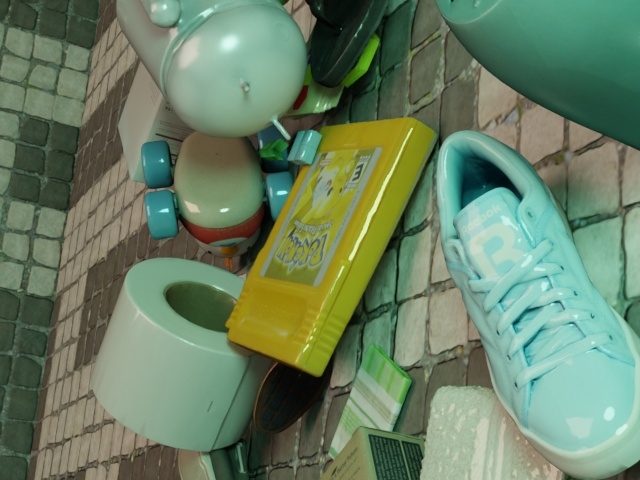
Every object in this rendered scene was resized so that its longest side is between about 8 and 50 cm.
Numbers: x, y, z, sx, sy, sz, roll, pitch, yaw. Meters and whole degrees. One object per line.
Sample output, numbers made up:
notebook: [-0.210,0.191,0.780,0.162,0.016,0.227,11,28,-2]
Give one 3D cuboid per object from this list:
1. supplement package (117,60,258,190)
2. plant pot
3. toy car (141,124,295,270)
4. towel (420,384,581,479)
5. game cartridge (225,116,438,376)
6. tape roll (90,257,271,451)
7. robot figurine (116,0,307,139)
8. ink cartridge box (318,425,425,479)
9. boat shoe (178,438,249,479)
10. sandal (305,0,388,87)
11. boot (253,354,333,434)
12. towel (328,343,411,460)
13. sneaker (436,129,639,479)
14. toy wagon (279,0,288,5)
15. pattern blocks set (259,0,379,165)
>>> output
supplement package: [-0.195,-0.235,1.983,0.263,0.198,0.199,-65,27,25]
plant pot: [0.233,-0.231,0.963,0.293,0.235,0.293,-42,41,52]
toy car: [-0.146,-0.033,1.841,0.238,0.219,0.210,85,175,-46]
towel: [0.151,0.271,1.076,0.187,0.049,0.282,-5,72,51]
game cartridge: [0.000,0.000,1.503,0.324,0.052,0.285,-63,21,-9]
tape roll: [-0.187,0.159,1.705,0.169,0.246,0.246,-66,26,23]
robot figurine: [-0.146,-0.277,1.617,0.200,0.300,0.353,-45,53,14]
ink cartridge box: [0.042,0.347,1.283,0.193,0.088,0.235,-100,32,-45]
boat shoe: [-0.114,0.389,1.639,0.112,0.095,0.335,-64,31,33]
sandal: [0.041,-0.417,1.601,0.167,0.107,0.446,-10,62,65]
boot: [-0.030,0.146,1.580,0.219,0.082,0.106,-62,17,9]
towel: [0.061,0.210,1.403,0.113,0.023,0.152,42,114,62]
sneaker: [0.168,0.040,1.035,0.135,0.150,0.366,-38,37,16]
toy wagon: [-0.014,-0.470,1.720,0.267,0.068,0.344,-54,-12,-53]
pattern blocks set: [0.008,-0.255,1.688,0.325,0.026,0.285,-64,24,1]
